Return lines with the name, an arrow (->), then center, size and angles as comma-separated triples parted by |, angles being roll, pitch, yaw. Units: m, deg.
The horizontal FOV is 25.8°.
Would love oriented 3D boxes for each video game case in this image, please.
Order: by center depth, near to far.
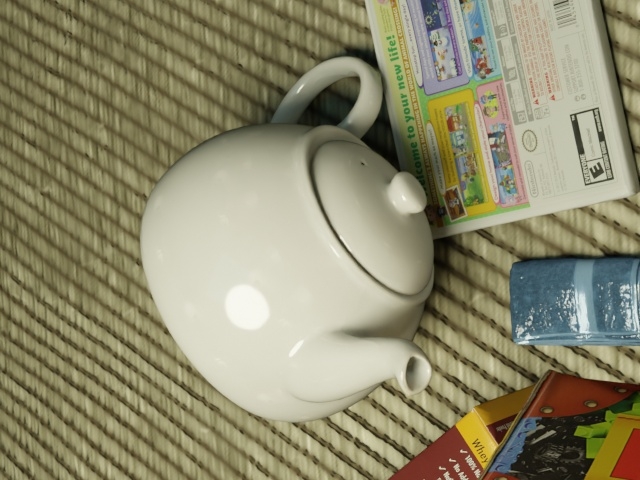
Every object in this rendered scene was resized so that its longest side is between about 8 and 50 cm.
video game case -> 0.135, -0.120, 1.082 | 0.193, 0.023, 0.213 | -13, 88, 36

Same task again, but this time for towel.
towel -> 0.197, 0.046, 1.050 | 0.119, 0.029, 0.067 | -2, 93, 37

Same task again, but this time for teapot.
teapot -> 0.000, 0.000, 1.072 | 0.187, 0.252, 0.256 | -34, 87, 26

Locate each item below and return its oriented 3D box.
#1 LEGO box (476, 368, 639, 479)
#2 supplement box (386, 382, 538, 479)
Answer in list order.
LEGO box -> 0.293, 0.351, 0.799 | 0.372, 0.193, 0.500 | 4, 115, 26
supplement box -> 0.135, 0.244, 1.055 | 0.194, 0.129, 0.191 | -44, 69, 31
